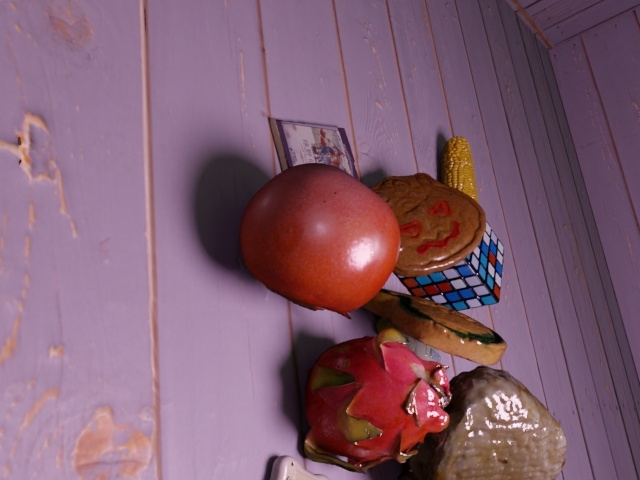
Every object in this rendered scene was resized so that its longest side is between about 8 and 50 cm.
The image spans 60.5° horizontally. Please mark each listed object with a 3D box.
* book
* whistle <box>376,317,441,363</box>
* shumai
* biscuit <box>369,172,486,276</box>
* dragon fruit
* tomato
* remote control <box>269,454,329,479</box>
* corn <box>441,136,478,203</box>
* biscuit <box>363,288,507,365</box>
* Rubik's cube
[{"bbox_3d":[-0.001,-0.168,1.125,0.231,0.026,0.157,-6,79,-52],"label":"book"},{"bbox_3d":[0.191,0.222,1.161,0.198,0.057,0.104,43,44,-33],"label":"whistle"},{"bbox_3d":[0.252,0.336,1.022,0.288,0.292,0.329,-125,-165,-60],"label":"shumai"},{"bbox_3d":[0.203,-0.043,1.143,0.273,0.049,0.257,-32,59,-30],"label":"biscuit"},{"bbox_3d":[0.086,0.258,0.886,0.224,0.227,0.223,15,67,-40],"label":"dragon fruit"},{"bbox_3d":[0.000,0.000,0.863,0.256,0.256,0.224,27,97,-42],"label":"tomato"},{"bbox_3d":[-0.032,0.379,0.832,0.122,0.032,0.074,43,45,-30],"label":"remote control"},{"bbox_3d":[0.387,-0.153,1.544,0.102,0.102,0.310,30,48,-40],"label":"corn"},{"bbox_3d":[0.223,0.154,1.088,0.344,0.288,0.057,8,103,-76],"label":"biscuit"},{"bbox_3d":[0.300,0.042,1.274,0.182,0.187,0.184,48,45,-27],"label":"Rubik's cube"}]
